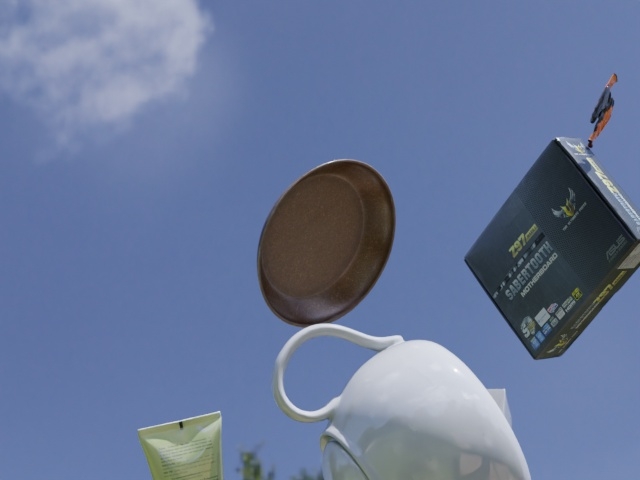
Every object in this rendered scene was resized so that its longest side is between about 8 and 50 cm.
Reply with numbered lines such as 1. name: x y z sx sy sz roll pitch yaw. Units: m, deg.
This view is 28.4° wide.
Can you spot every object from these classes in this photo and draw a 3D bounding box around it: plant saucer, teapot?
1. plant saucer: 0.000 0.000 1.417 0.036 0.199 0.198 27 -13 45
2. teapot: 0.081 0.234 1.305 0.187 0.256 0.253 -27 -52 -17

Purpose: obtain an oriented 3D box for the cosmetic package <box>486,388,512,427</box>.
1. cosmetic package: 0.251 0.359 2.472 0.237 0.107 0.127 -3 -36 12

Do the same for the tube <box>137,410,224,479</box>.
1. tube: -0.133 0.311 1.384 0.062 0.240 0.070 -4 10 33

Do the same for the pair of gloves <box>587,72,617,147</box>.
1. pair of gloves: 0.359 -0.164 1.602 0.010 0.074 0.083 24 -21 21

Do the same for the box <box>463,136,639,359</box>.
1. box: 0.304 0.011 1.625 0.059 0.183 0.233 -1 -42 -40
